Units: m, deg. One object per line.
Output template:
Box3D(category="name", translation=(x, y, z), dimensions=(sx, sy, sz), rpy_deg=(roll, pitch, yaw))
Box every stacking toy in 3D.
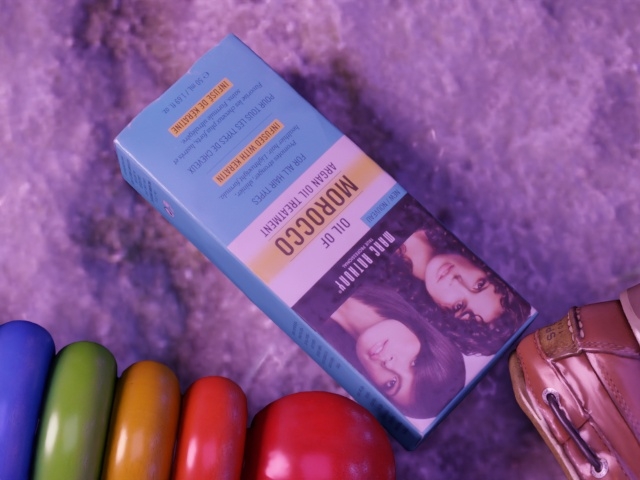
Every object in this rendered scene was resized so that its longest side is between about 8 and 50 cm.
Box3D(category="stacking toy", translation=(-0.123, 0.106, 0.707), dimensions=(0.330, 0.141, 0.141), rpy_deg=(9, 73, -8))

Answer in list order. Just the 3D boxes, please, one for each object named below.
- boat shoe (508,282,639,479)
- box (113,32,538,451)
Box3D(category="boat shoe", translation=(0.201, 0.177, 0.714), dimensions=(0.104, 0.111, 0.307), rpy_deg=(-25, 77, 16))
Box3D(category="box", translation=(0.000, 0.000, 0.770), dimensions=(0.244, 0.060, 0.100), rpy_deg=(43, 76, 10))
